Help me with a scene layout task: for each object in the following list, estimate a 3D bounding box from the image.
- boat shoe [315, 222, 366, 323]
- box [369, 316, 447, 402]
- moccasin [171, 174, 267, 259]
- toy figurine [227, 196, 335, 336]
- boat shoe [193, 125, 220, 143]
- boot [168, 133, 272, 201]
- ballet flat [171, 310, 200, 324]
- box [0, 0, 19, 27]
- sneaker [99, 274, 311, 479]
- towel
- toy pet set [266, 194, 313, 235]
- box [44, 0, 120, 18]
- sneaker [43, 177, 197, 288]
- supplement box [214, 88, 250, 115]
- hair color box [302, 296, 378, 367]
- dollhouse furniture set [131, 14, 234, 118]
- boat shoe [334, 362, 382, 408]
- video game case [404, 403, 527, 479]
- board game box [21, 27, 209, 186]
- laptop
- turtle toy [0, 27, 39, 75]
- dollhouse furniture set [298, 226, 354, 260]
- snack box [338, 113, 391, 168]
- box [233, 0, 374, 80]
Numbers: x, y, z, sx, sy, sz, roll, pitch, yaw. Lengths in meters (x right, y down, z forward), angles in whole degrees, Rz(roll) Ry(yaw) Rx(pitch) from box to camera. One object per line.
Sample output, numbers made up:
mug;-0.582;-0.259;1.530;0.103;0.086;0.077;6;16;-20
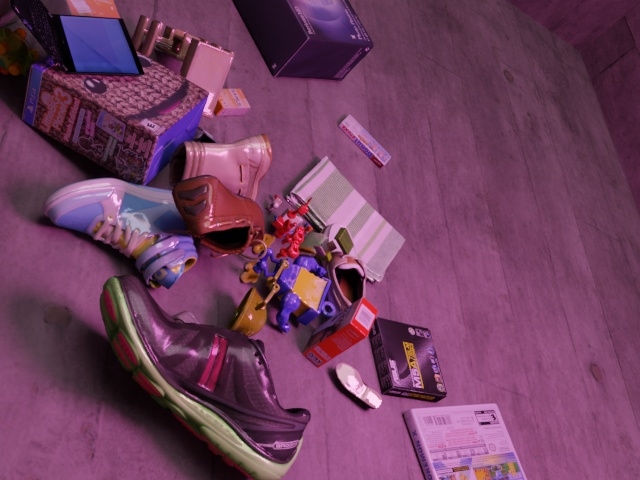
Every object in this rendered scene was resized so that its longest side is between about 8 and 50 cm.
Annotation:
boat shoe;0.061;0.079;1.972;0.113;0.103;0.302;10;55;-26
box;0.210;0.290;2.011;0.184;0.045;0.190;18;47;-37
moccasin;-0.191;-0.026;1.714;0.380;0.139;0.146;64;14;-79
toy figurine;-0.042;0.110;1.812;0.217;0.191;0.362;41;40;-19
boat shoe;-0.294;-0.241;1.919;0.319;0.099;0.116;40;41;-10
boot;-0.233;-0.130;1.800;0.204;0.262;0.095;-8;63;-27
ballet flat;-0.216;0.226;1.630;0.213;0.072;0.068;52;27;1
box;-0.727;-0.572;1.733;0.232;0.149;0.127;46;37;-6
sneaker;-0.209;0.229;1.509;0.483;0.185;0.202;48;67;-17
towel;0.075;-0.058;2.178;0.325;0.038;0.248;45;37;-5
toy pet set;-0.081;-0.041;2.011;0.122;0.065;0.114;42;4;-15
box;-0.535;-0.495;1.903;0.130;0.091;0.170;-3;61;-46
sneaker;-0.371;-0.003;1.625;0.319;0.127;0.208;2;56;-42
supplement box;-0.235;-0.354;2.122;0.098;0.036;0.062;-12;69;-49
hair color box;0.043;0.202;1.820;0.053;0.167;0.093;42;39;-10
dollhouse furniture set;-0.328;-0.414;2.007;0.212;0.161;0.242;14;14;-37
boat shoe;0.079;0.327;1.856;0.133;0.042;0.049;44;63;-6
video game case;0.363;0.535;1.963;0.329;0.036;0.299;7;54;-42
board game box;-0.423;-0.281;1.732;0.291;0.141;0.232;30;39;2
laptop;-0.495;-0.452;1.654;0.234;0.137;0.264;62;1;41
turtle toy;-0.650;-0.398;1.718;0.130;0.066;0.095;63;28;-27
dollhouse furniture set;0.000;0.000;1.955;0.076;0.152;0.058;-56;135;-31
snack box;0.131;-0.291;2.439;0.178;0.022;0.064;45;37;-5
box;-0.047;-0.638;2.430;0.294;0.183;0.296;-10;66;-46
